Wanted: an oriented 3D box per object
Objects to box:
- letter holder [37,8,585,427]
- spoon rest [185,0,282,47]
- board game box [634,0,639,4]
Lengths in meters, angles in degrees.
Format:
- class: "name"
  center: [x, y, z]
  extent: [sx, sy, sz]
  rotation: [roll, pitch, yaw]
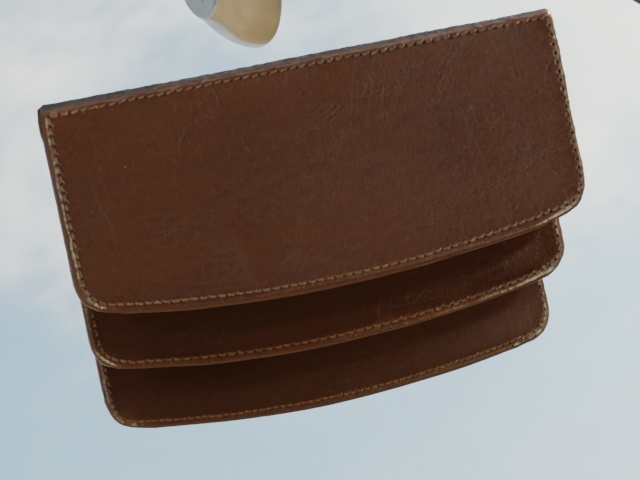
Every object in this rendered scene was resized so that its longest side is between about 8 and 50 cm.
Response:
- class: "letter holder"
  center: [0.000, 0.000, 0.940]
  extent: [0.302, 0.214, 0.152]
  rotation: [-12, 1, -8]
- class: "spoon rest"
  center: [-0.108, -0.247, 1.364]
  extent: [0.084, 0.276, 0.137]
  rotation: [-21, -66, -30]
- class: "board game box"
  center: [0.223, -0.113, 0.676]
  extent: [0.066, 0.319, 0.318]
  rotation: [-61, -4, 20]
